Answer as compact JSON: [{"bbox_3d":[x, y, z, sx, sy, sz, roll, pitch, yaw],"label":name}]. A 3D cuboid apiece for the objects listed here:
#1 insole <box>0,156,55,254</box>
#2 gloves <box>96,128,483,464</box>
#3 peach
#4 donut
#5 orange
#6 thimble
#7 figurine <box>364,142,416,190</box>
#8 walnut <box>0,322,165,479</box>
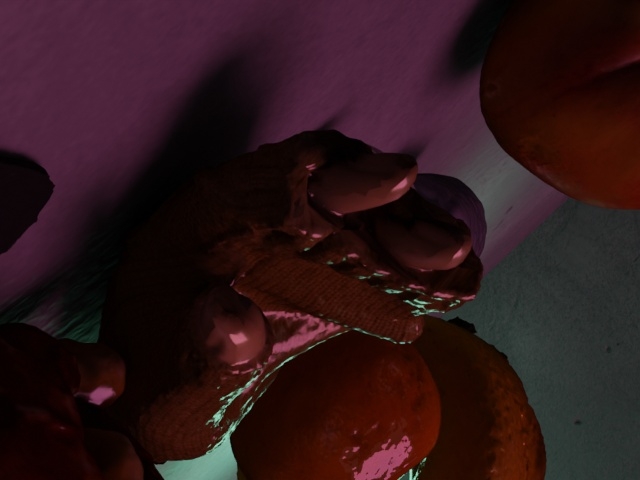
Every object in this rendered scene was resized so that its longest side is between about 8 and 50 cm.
[{"bbox_3d":[-0.179,-0.018,0.437,0.110,0.012,0.309,-47,169,7],"label":"insole"},{"bbox_3d":[-0.050,0.036,0.744,0.203,0.155,0.356,-25,174,-43],"label":"gloves"},{"bbox_3d":[0.263,-0.144,1.040,0.281,0.238,0.281,-9,179,0],"label":"peach"},{"bbox_3d":[0.071,0.269,1.600,0.435,0.377,0.163,-18,155,18],"label":"donut"},{"bbox_3d":[0.012,0.205,1.414,0.261,0.261,0.261,-43,169,-10],"label":"orange"},{"bbox_3d":[0.094,0.000,1.221,0.151,0.127,0.118,-49,167,16],"label":"thimble"},{"bbox_3d":[0.000,0.000,0.943,0.132,0.132,0.154,-41,-178,-20],"label":"figurine"},{"bbox_3d":[-0.205,0.177,0.637,0.269,0.244,0.222,-39,131,5],"label":"walnut"}]
